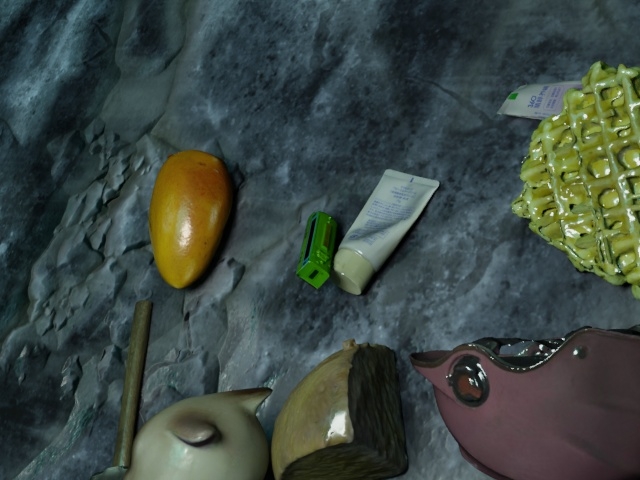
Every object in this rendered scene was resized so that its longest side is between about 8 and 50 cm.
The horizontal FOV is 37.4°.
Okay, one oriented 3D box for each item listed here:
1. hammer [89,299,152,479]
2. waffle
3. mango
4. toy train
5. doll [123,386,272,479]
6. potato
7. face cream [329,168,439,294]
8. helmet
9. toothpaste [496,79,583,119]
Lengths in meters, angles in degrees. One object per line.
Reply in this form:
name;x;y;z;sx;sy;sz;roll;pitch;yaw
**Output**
hammer;-0.339;0.274;1.696;0.111;0.043;0.365;-16;56;28
waffle;0.419;-0.093;1.308;0.317;0.073;0.297;39;102;34
mango;-0.244;-0.035;1.734;0.187;0.138;0.257;-35;43;31
toy train;0.000;0.000;1.540;0.042;0.044;0.209;-46;16;26
doll;-0.190;0.392;1.355;0.226;0.215;0.370;11;104;30
potato;-0.006;0.237;1.339;0.190;0.264;0.211;-15;63;18
face cream;0.098;-0.020;1.543;0.114;0.070;0.224;18;65;40
helmet;0.282;0.209;1.161;0.338;0.271;0.197;-14;80;33
toothpaste;0.412;-0.202;1.418;0.301;0.048;0.075;15;81;41
